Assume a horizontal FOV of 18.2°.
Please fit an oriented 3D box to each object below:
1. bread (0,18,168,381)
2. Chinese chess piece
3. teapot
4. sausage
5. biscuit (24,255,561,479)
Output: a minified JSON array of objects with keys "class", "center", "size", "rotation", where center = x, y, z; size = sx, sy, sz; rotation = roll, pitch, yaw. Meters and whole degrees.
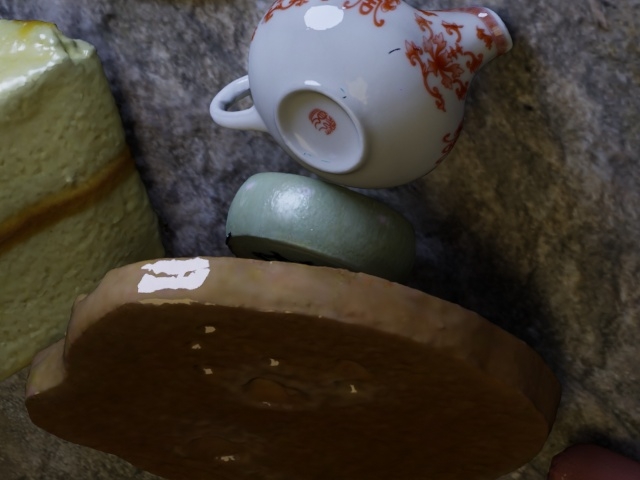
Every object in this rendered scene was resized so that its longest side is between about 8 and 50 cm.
[{"class":"bread","center":[-0.267,-0.069,1.633],"size":[0.236,0.198,0.263],"rotation":[41,152,49]},{"class":"Chinese chess piece","center":[0.000,0.000,1.489],"size":[0.144,0.058,0.144],"rotation":[18,168,4]},{"class":"teapot","center":[0.013,-0.106,1.401],"size":[0.245,0.116,0.159],"rotation":[4,142,38]},{"class":"sausage","center":[0.250,0.207,1.561],"size":[0.154,0.062,0.062],"rotation":[23,138,13]},{"class":"biscuit","center":[-0.020,0.114,1.565],"size":[0.385,0.062,0.365],"rotation":[19,147,-20]}]
